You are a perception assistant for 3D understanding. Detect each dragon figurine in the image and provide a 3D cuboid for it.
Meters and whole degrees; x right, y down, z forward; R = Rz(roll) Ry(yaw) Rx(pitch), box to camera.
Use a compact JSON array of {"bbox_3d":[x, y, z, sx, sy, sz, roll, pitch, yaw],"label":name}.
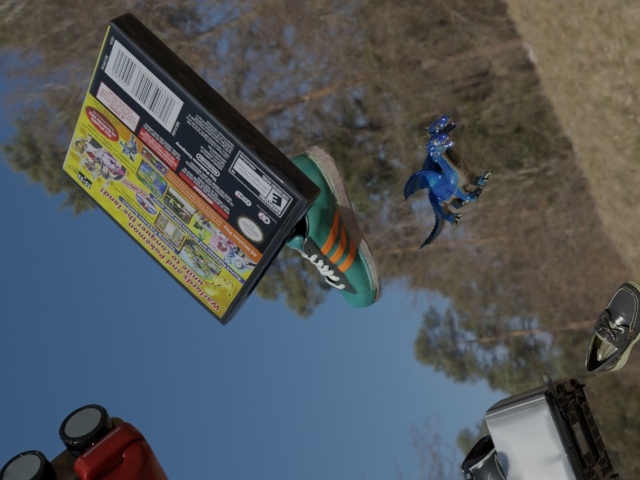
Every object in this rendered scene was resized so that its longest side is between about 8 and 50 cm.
[{"bbox_3d":[0.203,-0.102,1.602,0.085,0.144,0.289,-56,-2,-33],"label":"dragon figurine"}]

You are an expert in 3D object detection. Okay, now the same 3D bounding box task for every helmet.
[{"bbox_3d":[0.345,0.414,1.588,0.161,0.169,0.169,47,-158,3],"label":"helmet"}]

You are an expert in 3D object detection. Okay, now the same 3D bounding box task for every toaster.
[{"bbox_3d":[0.321,0.278,1.262,0.168,0.110,0.186,-1,-110,-62],"label":"toaster"}]

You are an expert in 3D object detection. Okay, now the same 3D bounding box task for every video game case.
[{"bbox_3d":[-0.154,-0.067,0.992,0.275,0.248,0.035,43,-133,6],"label":"video game case"}]

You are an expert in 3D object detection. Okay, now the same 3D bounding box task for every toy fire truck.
[{"bbox_3d":[-0.239,0.293,0.917,0.217,0.246,0.159,-37,-52,-25],"label":"toy fire truck"}]

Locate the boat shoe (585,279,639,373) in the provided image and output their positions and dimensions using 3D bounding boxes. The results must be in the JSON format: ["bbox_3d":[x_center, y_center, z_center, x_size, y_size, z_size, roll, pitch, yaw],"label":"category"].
[{"bbox_3d":[0.379,0.118,1.167,0.049,0.056,0.152,-22,-46,-27],"label":"boat shoe"}]

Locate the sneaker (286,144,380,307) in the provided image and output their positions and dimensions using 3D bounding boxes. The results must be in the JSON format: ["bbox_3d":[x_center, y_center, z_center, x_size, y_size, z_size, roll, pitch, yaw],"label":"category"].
[{"bbox_3d":[0.000,0.000,1.481,0.121,0.108,0.302,-33,-62,-20],"label":"sneaker"}]
